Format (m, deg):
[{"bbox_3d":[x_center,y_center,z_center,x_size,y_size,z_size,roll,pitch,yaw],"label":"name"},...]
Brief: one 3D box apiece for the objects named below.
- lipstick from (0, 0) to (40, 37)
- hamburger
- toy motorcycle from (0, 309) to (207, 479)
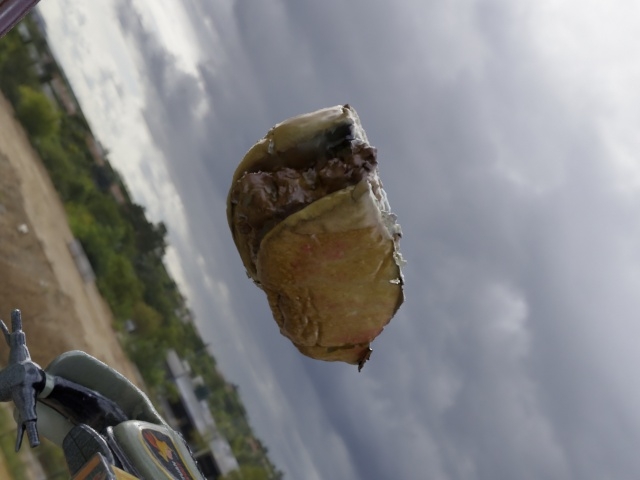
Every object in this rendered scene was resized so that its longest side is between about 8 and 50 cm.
[{"bbox_3d":[-0.217,-0.238,0.912,0.027,0.176,0.027,40,-13,11],"label":"lipstick"},{"bbox_3d":[0.000,0.000,1.096,0.282,0.245,0.155,-45,-142,36],"label":"hamburger"},{"bbox_3d":[-0.171,0.162,0.846,0.157,0.091,0.263,41,2,-43],"label":"toy motorcycle"}]
